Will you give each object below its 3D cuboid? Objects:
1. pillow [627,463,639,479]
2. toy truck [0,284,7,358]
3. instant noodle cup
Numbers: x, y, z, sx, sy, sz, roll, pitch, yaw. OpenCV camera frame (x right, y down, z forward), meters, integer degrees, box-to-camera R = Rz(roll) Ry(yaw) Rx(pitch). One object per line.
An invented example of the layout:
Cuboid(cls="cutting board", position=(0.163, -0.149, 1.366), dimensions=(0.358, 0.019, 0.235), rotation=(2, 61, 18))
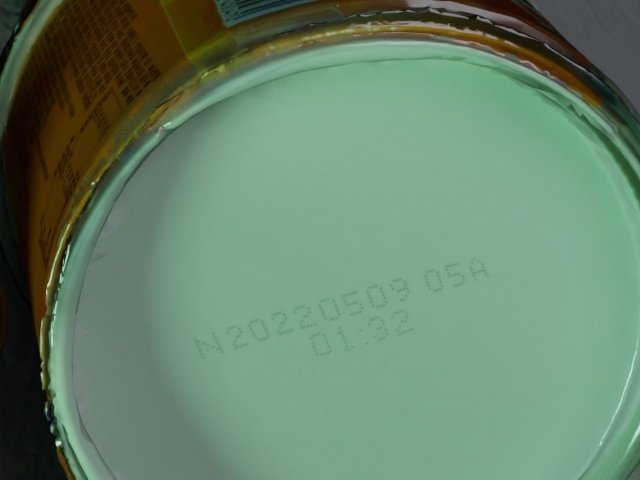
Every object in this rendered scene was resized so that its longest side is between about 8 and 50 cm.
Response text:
Cuboid(cls="pillow", position=(0.095, 0.191, 0.695), dimensions=(0.312, 0.119, 0.310), rotation=(46, 57, -7))
Cuboid(cls="toy truck", position=(-0.248, 0.089, 0.468), dimensions=(0.265, 0.239, 0.189), rotation=(-34, 94, 4))
Cuboid(cls="instant noodle cup", position=(0.000, 0.000, 0.505), dimensions=(0.296, 0.214, 0.296), rotation=(-3, 111, -9))
